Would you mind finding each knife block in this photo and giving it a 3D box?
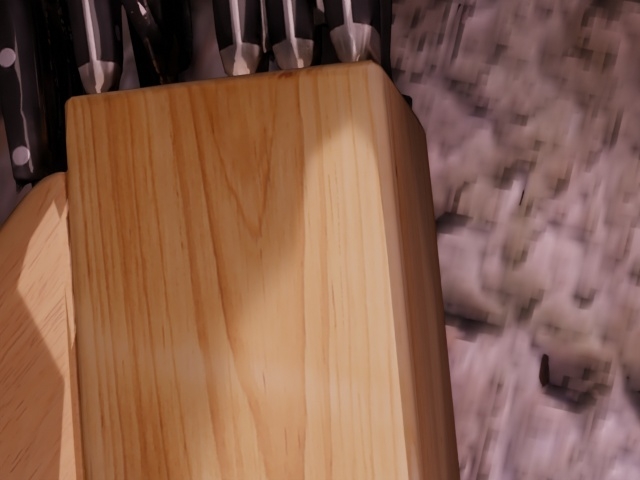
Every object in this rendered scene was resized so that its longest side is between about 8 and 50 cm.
[{"bbox_3d":[0.000,0.000,0.499,0.275,0.088,0.242,39,92,16],"label":"knife block"}]
